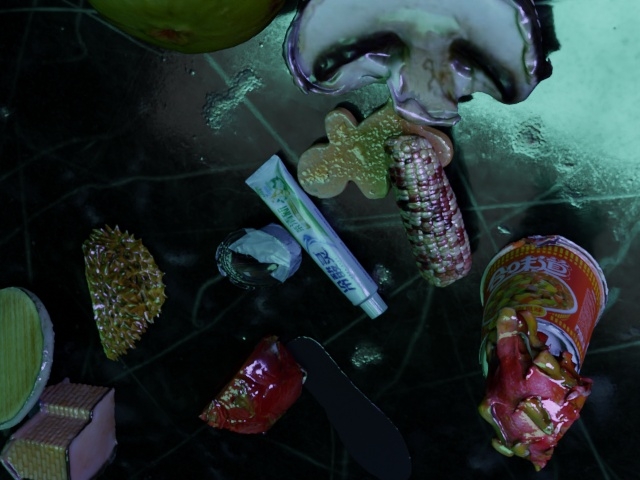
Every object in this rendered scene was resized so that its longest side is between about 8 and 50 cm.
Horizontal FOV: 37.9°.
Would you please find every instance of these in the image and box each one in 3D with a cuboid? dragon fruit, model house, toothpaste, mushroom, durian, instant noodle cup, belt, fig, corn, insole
[{"bbox_3d":[0.262,0.180,1.163,0.150,0.133,0.207,-16,92,-3],"label":"dragon fruit"},{"bbox_3d":[-0.488,0.360,1.702,0.172,0.183,0.166,10,115,12],"label":"model house"},{"bbox_3d":[0.000,0.000,1.457,0.075,0.048,0.296,-37,94,31],"label":"toothpaste"},{"bbox_3d":[0.130,-0.272,1.247,0.345,0.130,0.247,-3,122,21],"label":"mushroom"},{"bbox_3d":[-0.352,0.101,1.590,0.139,0.144,0.252,8,123,40],"label":"durian"},{"bbox_3d":[0.303,0.118,1.309,0.193,0.212,0.193,7,115,15],"label":"instant noodle cup"},{"bbox_3d":[-0.097,0.023,1.491,0.140,0.058,0.105,-1,107,23],"label":"belt"},{"bbox_3d":[-0.168,-0.410,1.206,0.316,0.316,0.316,7,115,16],"label":"fig"},{"bbox_3d":[-0.105,0.255,1.543,0.120,0.161,0.127,42,138,0],"label":"dragon fruit"},{"bbox_3d":[0.154,-0.048,1.339,0.086,0.086,0.253,-10,120,22],"label":"corn"},{"bbox_3d":[0.049,0.292,1.591,0.109,0.007,0.322,-34,99,27],"label":"insole"}]

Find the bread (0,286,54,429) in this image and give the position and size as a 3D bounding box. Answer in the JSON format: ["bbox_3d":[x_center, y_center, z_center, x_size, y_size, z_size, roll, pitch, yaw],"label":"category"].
[{"bbox_3d":[-0.563,0.211,1.667,0.267,0.040,0.266,-11,71,35],"label":"bread"}]

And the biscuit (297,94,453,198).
[{"bbox_3d":[0.067,-0.134,1.378,0.234,0.030,0.153,-26,103,27],"label":"biscuit"}]
